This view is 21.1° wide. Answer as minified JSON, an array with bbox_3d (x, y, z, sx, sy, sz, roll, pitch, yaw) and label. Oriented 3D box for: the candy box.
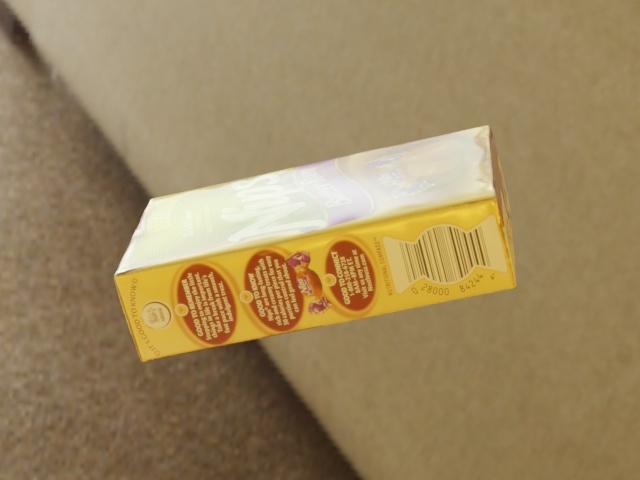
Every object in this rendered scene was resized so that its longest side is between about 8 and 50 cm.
[{"bbox_3d":[0.000,0.000,0.852,0.186,0.053,0.109,-13,20,9],"label":"candy box"}]
